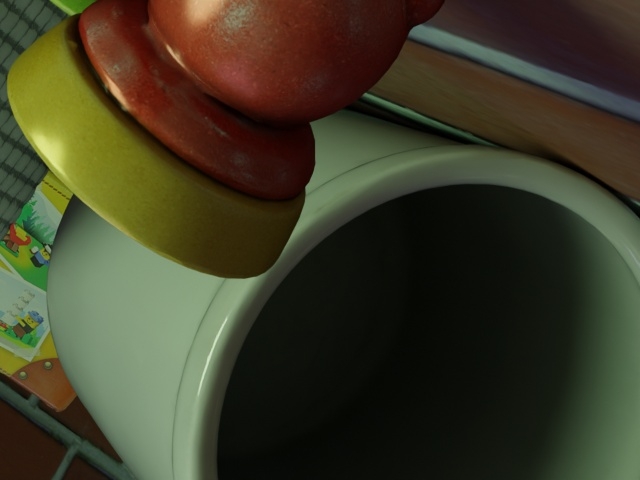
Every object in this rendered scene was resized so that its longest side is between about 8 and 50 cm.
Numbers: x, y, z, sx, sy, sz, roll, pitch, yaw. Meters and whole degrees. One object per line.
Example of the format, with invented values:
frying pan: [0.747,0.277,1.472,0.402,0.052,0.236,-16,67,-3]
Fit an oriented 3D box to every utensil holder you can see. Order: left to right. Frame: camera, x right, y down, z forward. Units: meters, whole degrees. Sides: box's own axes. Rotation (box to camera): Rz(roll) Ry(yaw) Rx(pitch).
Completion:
utensil holder: [0.005,0.072,1.053,0.328,0.327,0.385,30,179,-27]

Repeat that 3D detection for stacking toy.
stacking toy: [-0.107,-0.159,0.595,0.309,0.130,0.279,32,-157,-22]

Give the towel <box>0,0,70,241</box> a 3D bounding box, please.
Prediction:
towel: [-0.244,-0.117,1.006,0.121,0.235,0.284,34,179,13]

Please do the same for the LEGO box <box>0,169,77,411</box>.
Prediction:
LEGO box: [-0.388,-0.108,1.548,0.500,0.193,0.372,37,-168,-16]
